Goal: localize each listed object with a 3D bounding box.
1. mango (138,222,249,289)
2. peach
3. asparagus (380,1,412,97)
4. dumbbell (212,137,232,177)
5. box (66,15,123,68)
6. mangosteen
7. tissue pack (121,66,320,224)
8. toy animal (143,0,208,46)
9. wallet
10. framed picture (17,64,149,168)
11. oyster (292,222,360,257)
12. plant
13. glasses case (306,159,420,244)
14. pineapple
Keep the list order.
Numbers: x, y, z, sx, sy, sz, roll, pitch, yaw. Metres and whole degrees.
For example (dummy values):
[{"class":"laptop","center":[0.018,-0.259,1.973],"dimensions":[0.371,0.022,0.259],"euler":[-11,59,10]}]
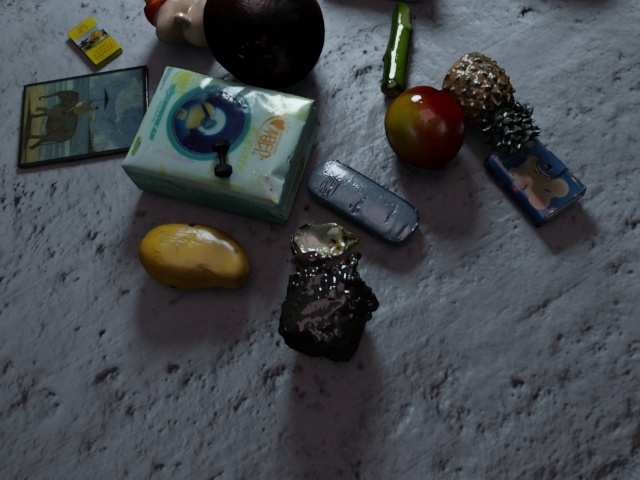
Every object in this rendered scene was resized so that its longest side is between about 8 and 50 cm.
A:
[{"class":"mango","center":[-0.280,0.041,1.231],"dimensions":[0.261,0.109,0.157],"euler":[16,62,5]},{"class":"peach","center":[0.245,-0.255,1.261],"dimensions":[0.197,0.197,0.198],"euler":[-1,69,4]},{"class":"asparagus","center":[0.201,-0.493,1.419],"dimensions":[0.067,0.060,0.278],"euler":[2,68,26]},{"class":"dumbbell","center":[-0.211,-0.177,1.175],"dimensions":[0.040,0.036,0.083],"euler":[-10,74,5]},{"class":"box","center":[-0.627,-0.552,1.523],"dimensions":[0.087,0.023,0.155],"euler":[-42,72,-8]},{"class":"mangosteen","center":[-0.128,-0.525,1.336],"dimensions":[0.297,0.297,0.293],"euler":[23,64,12]},{"class":"tissue pack","center":[-0.227,-0.223,1.296],"dimensions":[0.387,0.162,0.288],"euler":[15,74,10]},{"class":"toy animal","center":[-0.358,-0.583,1.430],"dimensions":[0.197,0.171,0.172],"euler":[14,71,2]},{"class":"wallet","center":[0.494,-0.144,1.264],"dimensions":[0.141,0.059,0.202],"euler":[-35,69,-1]},{"class":"framed picture","center":[-0.620,-0.329,1.443],"dimensions":[0.346,0.016,0.265],"euler":[-8,68,1]},{"class":"oyster","center":[0.000,0.000,1.255],"dimensions":[0.146,0.045,0.122],"euler":[-42,75,-3]},{"class":"plant","center":[0.015,0.128,1.140],"dimensions":[0.203,0.178,0.234],"euler":[6,60,18]},{"class":"glasses case","center":[0.097,-0.089,1.270],"dimensions":[0.282,0.067,0.109],"euler":[32,77,16]},{"class":"pineapple","center":[0.407,-0.306,1.261],"dimensions":[0.157,0.158,0.279],"euler":[-29,58,-7]}]
